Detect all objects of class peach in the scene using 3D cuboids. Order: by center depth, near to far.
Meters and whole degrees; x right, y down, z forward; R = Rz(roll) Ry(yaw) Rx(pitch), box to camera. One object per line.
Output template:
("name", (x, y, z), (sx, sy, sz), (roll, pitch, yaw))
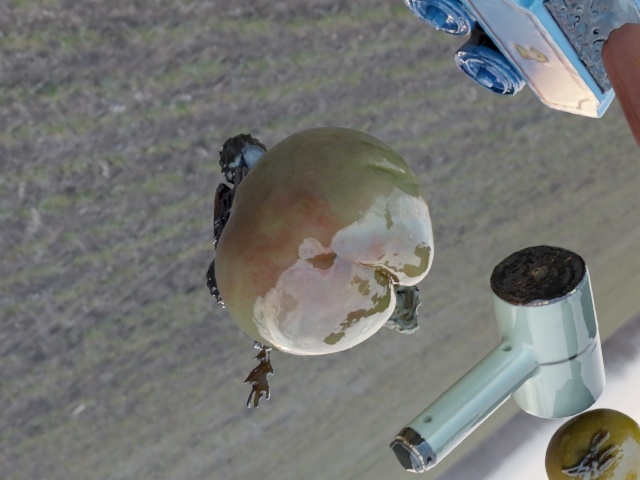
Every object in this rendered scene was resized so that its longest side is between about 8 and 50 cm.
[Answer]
("peach", (0.000, 0.001, 1.483), (0.292, 0.247, 0.292), (-50, 177, -4))

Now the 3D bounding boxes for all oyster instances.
("oyster", (0.140, 0.121, 2.249), (0.148, 0.103, 0.051), (-72, 161, -46))

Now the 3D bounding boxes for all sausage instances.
("sausage", (0.348, -0.161, 1.309), (0.062, 0.154, 0.062), (-16, 161, -6))

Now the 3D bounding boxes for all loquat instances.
("loquat", (0.361, 0.288, 1.591), (0.141, 0.141, 0.141), (-39, 167, -11))

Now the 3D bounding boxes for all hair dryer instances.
("hair dryer", (0.212, 0.181, 1.532), (0.362, 0.128, 0.203), (-37, 128, -28))

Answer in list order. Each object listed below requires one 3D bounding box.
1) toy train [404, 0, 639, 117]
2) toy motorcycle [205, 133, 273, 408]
("toy train", (0.282, -0.307, 1.621), (0.300, 0.265, 0.188), (41, 76, -40))
("toy motorcycle", (-0.070, 0.039, 1.779), (0.207, 0.400, 0.134), (19, 147, -25))
